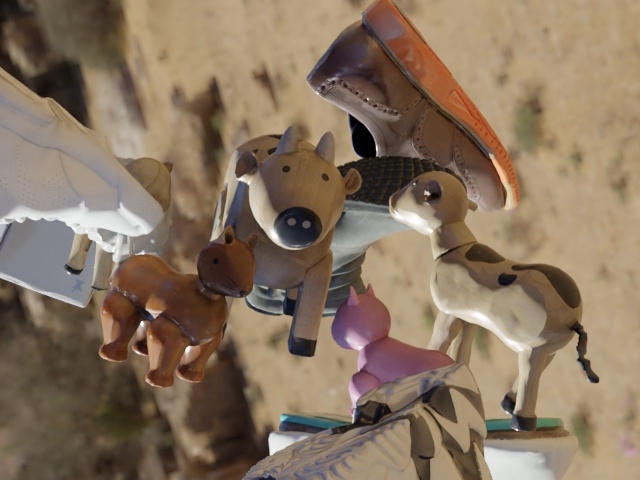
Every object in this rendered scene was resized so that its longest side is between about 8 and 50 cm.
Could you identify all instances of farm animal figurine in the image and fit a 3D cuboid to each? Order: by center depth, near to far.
[{"bbox_3d":[0.000,0.000,1.312,0.327,0.330,0.172,-139,60,-62],"label":"farm animal figurine"}]

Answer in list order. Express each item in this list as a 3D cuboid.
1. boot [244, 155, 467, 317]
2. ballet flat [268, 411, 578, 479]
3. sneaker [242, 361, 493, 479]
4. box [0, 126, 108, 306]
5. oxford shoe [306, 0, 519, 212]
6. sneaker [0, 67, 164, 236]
[{"bbox_3d":[0.034,0.003,1.874,0.083,0.246,0.161,-76,-20,-50],"label":"boot"},{"bbox_3d":[0.081,0.209,1.534,0.400,0.139,0.139,-8,100,60],"label":"ballet flat"},{"bbox_3d":[0.045,0.173,1.051,0.153,0.094,0.235,70,-157,-4],"label":"sneaker"},{"bbox_3d":[-0.282,-0.042,1.931,0.094,0.113,0.275,-62,20,17],"label":"box"},{"bbox_3d":[0.102,-0.121,1.985,0.363,0.133,0.130,46,-171,-47],"label":"oxford shoe"},{"bbox_3d":[-0.180,-0.038,1.128,0.080,0.094,0.212,41,-178,34],"label":"sneaker"}]
